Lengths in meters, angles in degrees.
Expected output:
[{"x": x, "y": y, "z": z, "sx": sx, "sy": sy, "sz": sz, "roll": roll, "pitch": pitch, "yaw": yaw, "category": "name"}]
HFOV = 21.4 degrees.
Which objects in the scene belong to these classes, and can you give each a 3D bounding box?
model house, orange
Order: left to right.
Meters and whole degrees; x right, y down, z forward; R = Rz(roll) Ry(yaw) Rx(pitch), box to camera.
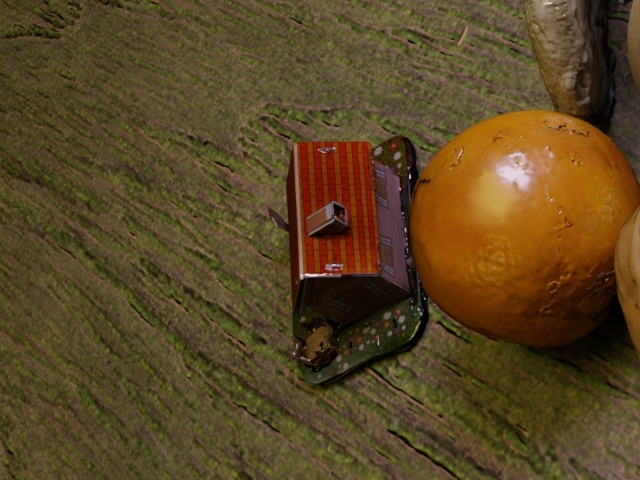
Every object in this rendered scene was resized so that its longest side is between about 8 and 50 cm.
[{"x": 0.001, "y": 0.001, "z": 2.022, "sx": 0.207, "sy": 0.154, "sz": 0.294, "roll": -27, "pitch": 50, "yaw": 32, "category": "model house"}, {"x": 0.211, "y": -0.015, "z": 1.736, "sx": 0.246, "sy": 0.246, "sz": 0.246, "roll": -25, "pitch": 50, "yaw": 35, "category": "orange"}]

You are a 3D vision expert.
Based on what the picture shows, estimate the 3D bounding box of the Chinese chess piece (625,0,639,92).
[{"x": 0.419, "y": -0.199, "z": 1.621, "sx": 0.251, "sy": 0.251, "sz": 0.097, "roll": -39, "pitch": 26, "yaw": 24, "category": "Chinese chess piece"}]

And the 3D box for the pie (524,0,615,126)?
[{"x": 0.260, "y": -0.275, "z": 1.803, "sx": 0.075, "sy": 0.337, "sz": 0.337, "roll": -5, "pitch": 61, "yaw": 19, "category": "pie"}]

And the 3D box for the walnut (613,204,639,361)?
[{"x": 0.372, "y": 0.044, "z": 1.581, "sx": 0.193, "sy": 0.193, "sz": 0.225, "roll": -33, "pitch": 53, "yaw": 29, "category": "walnut"}]

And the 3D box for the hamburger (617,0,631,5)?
[{"x": 0.392, "y": -0.356, "z": 1.750, "sx": 0.260, "sy": 0.150, "sz": 0.276, "roll": -42, "pitch": 6, "yaw": 20, "category": "hamburger"}]
